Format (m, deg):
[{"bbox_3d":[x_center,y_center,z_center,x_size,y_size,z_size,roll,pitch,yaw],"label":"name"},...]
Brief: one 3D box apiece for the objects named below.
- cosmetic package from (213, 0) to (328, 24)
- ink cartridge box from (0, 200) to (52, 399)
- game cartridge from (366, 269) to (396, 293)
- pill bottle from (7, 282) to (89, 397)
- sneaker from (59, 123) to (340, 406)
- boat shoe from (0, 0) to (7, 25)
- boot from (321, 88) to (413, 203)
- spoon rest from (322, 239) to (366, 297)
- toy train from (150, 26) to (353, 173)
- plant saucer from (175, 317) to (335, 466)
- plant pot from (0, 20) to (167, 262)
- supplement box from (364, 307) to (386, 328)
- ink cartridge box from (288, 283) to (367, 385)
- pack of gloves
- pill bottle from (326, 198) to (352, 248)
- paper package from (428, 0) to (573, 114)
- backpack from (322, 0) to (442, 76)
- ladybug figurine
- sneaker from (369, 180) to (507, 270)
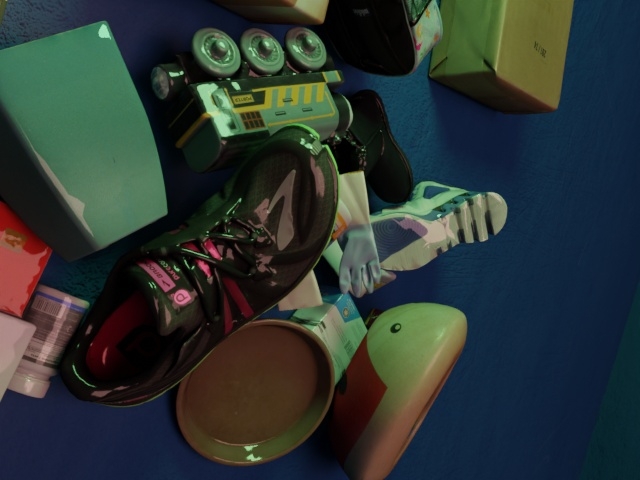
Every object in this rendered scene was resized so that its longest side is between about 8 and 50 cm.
[{"bbox_3d":[-0.120,-0.415,1.012,0.296,0.153,0.129,8,95,-55],"label":"cosmetic package"},{"bbox_3d":[-0.465,0.048,0.797,0.296,0.066,0.261,30,77,-38],"label":"ink cartridge box"},{"bbox_3d":[0.106,0.085,1.444,0.056,0.083,0.017,19,48,-45],"label":"game cartridge"},{"bbox_3d":[-0.368,0.132,0.937,0.078,0.078,0.137,32,74,-46],"label":"pill bottle"},{"bbox_3d":[-0.150,0.050,0.940,0.482,0.185,0.202,-49,174,3],"label":"sneaker"},{"bbox_3d":[-0.399,-0.327,0.800,0.117,0.097,0.324,10,86,-7],"label":"boat shoe"},{"bbox_3d":[0.083,-0.141,1.318,0.207,0.094,0.246,-54,129,-53],"label":"boot"},{"bbox_3d":[0.027,-0.006,1.331,0.137,0.084,0.276,-86,155,-51],"label":"spoon rest"},{"bbox_3d":[-0.093,-0.215,1.086,0.334,0.142,0.190,-17,82,-42],"label":"toy train"},{"bbox_3d":[-0.109,0.253,1.201,0.278,0.041,0.277,-8,111,-21],"label":"plant saucer"},{"bbox_3d":[-0.300,-0.103,0.851,0.165,0.166,0.234,-33,102,-38],"label":"plant pot"},{"bbox_3d":[0.144,0.180,1.497,0.055,0.083,0.043,50,62,-42],"label":"supplement box"},{"bbox_3d":[-0.005,0.199,1.341,0.190,0.082,0.139,-47,128,-29],"label":"ink cartridge box"},{"bbox_3d":[0.000,0.000,1.257,0.046,0.195,0.232,-70,151,-71],"label":"pack of gloves"},{"bbox_3d":[-0.093,0.011,1.121,0.272,0.152,0.152,-46,131,-6],"label":"pill bottle"},{"bbox_3d":[0.418,-0.471,1.603,0.325,0.168,0.309,8,90,-47],"label":"paper package"},{"bbox_3d":[0.099,-0.415,1.230,0.191,0.225,0.253,-50,136,-24],"label":"backpack"},{"bbox_3d":[0.130,0.291,1.368,0.305,0.162,0.449,-36,152,-53],"label":"ladybug figurine"},{"bbox_3d":[0.212,-0.040,1.501,0.316,0.182,0.127,-15,109,-14],"label":"sneaker"}]
